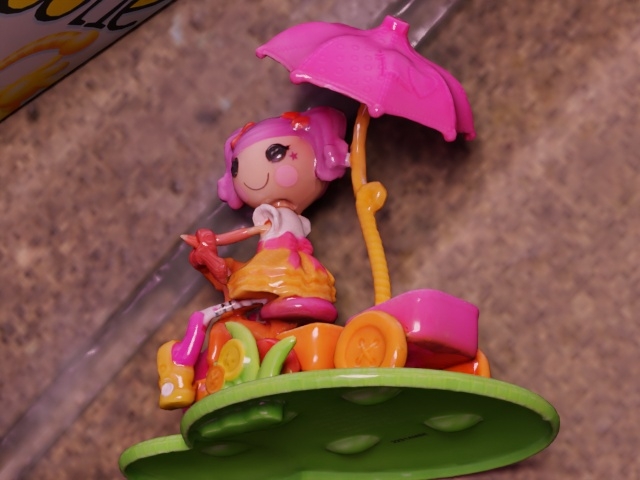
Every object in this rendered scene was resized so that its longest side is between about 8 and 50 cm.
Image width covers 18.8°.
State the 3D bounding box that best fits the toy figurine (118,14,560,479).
[{"bbox_3d":[0.000,0.000,0.701,0.173,0.130,0.159,-19,62,39],"label":"toy figurine"}]

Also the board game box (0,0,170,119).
[{"bbox_3d":[-0.170,-0.121,0.732,0.275,0.144,0.142,-34,76,11],"label":"board game box"}]
